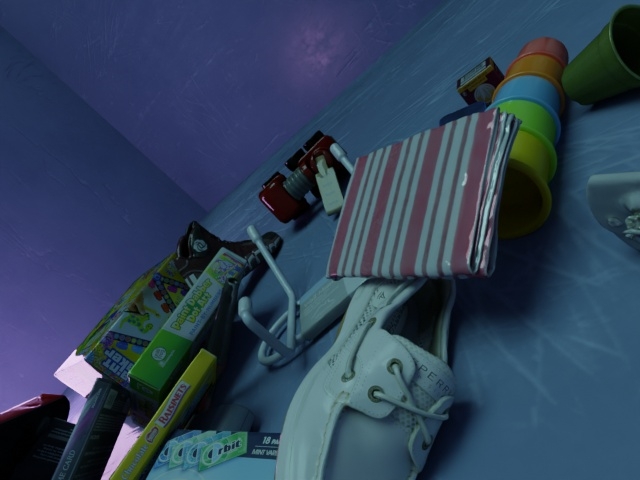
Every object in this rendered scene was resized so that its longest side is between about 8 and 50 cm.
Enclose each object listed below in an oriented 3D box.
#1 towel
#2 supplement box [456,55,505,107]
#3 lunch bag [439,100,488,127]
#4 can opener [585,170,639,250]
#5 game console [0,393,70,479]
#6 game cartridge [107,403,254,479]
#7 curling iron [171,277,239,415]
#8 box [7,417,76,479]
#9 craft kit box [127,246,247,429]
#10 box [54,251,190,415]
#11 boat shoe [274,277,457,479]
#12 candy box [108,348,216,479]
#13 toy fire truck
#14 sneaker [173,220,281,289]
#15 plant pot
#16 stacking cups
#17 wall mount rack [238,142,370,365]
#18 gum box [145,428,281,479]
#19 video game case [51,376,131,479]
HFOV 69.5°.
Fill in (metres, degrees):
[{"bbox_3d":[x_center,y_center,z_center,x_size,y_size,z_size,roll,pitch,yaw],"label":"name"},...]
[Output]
[{"bbox_3d":[0.082,-0.030,0.424,0.197,0.029,0.144,-8,60,55],"label":"towel"},{"bbox_3d":[0.235,-0.201,0.640,0.055,0.083,0.043,-34,21,35],"label":"supplement box"},{"bbox_3d":[0.198,-0.130,0.606,0.067,0.065,0.098,-18,28,27],"label":"lunch bag"},{"bbox_3d":[0.251,-0.019,0.203,0.093,0.074,0.280,-48,17,-8],"label":"can opener"},{"bbox_3d":[-0.495,0.433,0.659,0.342,0.060,0.387,148,139,-75],"label":"game console"},{"bbox_3d":[-0.209,0.321,0.564,0.297,0.062,0.198,-33,17,38],"label":"game cartridge"},{"bbox_3d":[-0.155,0.158,0.629,0.035,0.068,0.274,-39,-22,-54],"label":"curling iron"},{"bbox_3d":[-0.417,0.397,0.713,0.158,0.093,0.156,-77,6,-61],"label":"box"},{"bbox_3d":[-0.223,0.172,0.778,0.250,0.060,0.247,-61,-4,-39],"label":"craft kit box"},{"bbox_3d":[-0.394,0.217,1.025,0.289,0.177,0.279,-26,26,47],"label":"box"},{"bbox_3d":[0.052,0.108,0.346,0.096,0.098,0.277,-34,20,37],"label":"boat shoe"},{"bbox_3d":[-0.183,0.227,0.516,0.206,0.027,0.105,-58,-8,-34],"label":"candy box"},{"bbox_3d":[-0.028,-0.115,1.016,0.217,0.158,0.246,-41,7,13],"label":"toy fire truck"},{"bbox_3d":[-0.208,0.008,1.017,0.106,0.163,0.281,-33,7,38],"label":"sneaker"},{"bbox_3d":[0.297,-0.180,0.475,0.083,0.083,0.079,-52,6,-18],"label":"plant pot"},{"bbox_3d":[0.224,-0.143,0.514,0.096,0.096,0.316,-26,27,49],"label":"stacking cups"},{"bbox_3d":[0.000,0.000,0.663,0.350,0.130,0.304,-42,17,10],"label":"wall mount rack"},{"bbox_3d":[-0.106,0.257,0.396,0.156,0.041,0.184,-11,34,27],"label":"gum box"},{"bbox_3d":[-0.326,0.332,0.613,0.196,0.026,0.275,118,169,-64],"label":"video game case"}]
